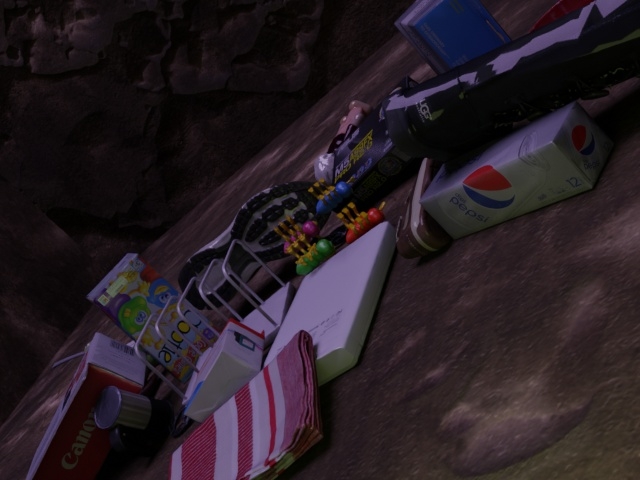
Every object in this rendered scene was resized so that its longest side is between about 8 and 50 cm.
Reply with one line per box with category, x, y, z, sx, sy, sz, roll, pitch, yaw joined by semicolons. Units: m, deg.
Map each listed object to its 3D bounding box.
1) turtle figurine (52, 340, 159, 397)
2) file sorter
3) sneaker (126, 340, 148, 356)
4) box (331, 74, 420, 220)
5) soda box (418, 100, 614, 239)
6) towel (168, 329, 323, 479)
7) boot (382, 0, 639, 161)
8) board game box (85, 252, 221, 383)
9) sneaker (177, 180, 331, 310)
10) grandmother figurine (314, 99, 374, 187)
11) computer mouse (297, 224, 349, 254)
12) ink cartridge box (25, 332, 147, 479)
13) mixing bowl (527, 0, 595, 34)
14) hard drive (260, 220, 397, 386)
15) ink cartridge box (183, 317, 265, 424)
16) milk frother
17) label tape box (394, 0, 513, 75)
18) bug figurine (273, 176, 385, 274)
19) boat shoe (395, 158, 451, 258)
turtle figurine;-0.481;0.289;2.084;0.266;0.198;0.275;-47;18;-25
file sorter;-0.217;0.163;1.750;0.278;0.173;0.193;-40;14;18
sneaker;-0.458;0.296;2.232;0.095;0.090;0.235;-3;44;55
box;0.126;-0.201;1.880;0.270;0.060;0.216;-44;27;35
soda box;0.278;-0.096;1.262;0.286;0.091;0.098;-24;25;55
towel;-0.126;0.301;1.280;0.329;0.037;0.237;-44;23;17
boot;0.367;-0.254;1.301;0.445;0.146;0.367;-24;-4;34
board game box;-0.372;0.173;1.935;0.142;0.275;0.144;-49;15;-15
sneaker;-0.138;-0.009;1.941;0.410;0.158;0.182;-34;4;19
grandmother figurine;0.065;-0.253;2.304;0.342;0.104;0.207;-66;-2;-49
computer mouse;0.000;0.000;1.894;0.242;0.041;0.071;-4;51;59
ink cartridge box;-0.492;0.388;1.800;0.309;0.130;0.272;-62;13;6
mixing bowl;0.459;-0.367;1.506;0.181;0.098;0.181;-42;15;14
hard drive;0.010;0.129;1.470;0.233;0.047;0.353;-36;17;33
ink cartridge box;-0.164;0.228;1.522;0.134;0.078;0.231;-59;7;9
milk frother;-0.338;0.336;1.669;0.143;0.135;0.129;-45;47;18
label tape box;0.288;-0.386;1.741;0.106;0.240;0.333;-43;14;6
bug figurine;0.018;-0.029;1.718;0.216;0.072;0.279;-39;26;-1
boat shoe;0.180;-0.067;1.459;0.095;0.095;0.257;-40;14;41
